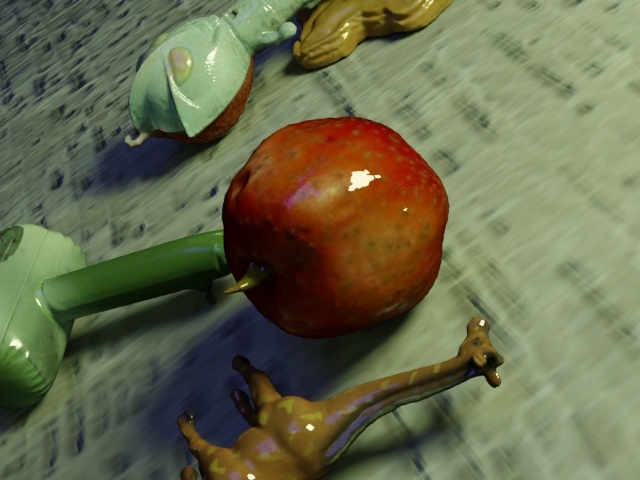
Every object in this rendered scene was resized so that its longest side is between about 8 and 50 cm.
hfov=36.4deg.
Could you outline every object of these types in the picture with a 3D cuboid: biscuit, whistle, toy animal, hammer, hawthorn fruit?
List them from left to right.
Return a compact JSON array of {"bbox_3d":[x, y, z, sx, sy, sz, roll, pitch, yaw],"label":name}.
[{"bbox_3d":[-0.215,0.050,0.976,0.335,0.119,0.206,-15,40,18],"label":"hammer"},{"bbox_3d":[-0.106,-0.232,1.170,0.346,0.134,0.142,-42,24,-3],"label":"whistle"},{"bbox_3d":[0.000,0.000,0.759,0.179,0.179,0.200,8,37,45],"label":"hawthorn fruit"},{"bbox_3d":[0.002,0.129,0.718,0.230,0.066,0.224,12,58,52],"label":"toy animal"},{"bbox_3d":[0.096,-0.352,1.217,0.376,0.051,0.269,-48,35,-16],"label":"biscuit"}]
